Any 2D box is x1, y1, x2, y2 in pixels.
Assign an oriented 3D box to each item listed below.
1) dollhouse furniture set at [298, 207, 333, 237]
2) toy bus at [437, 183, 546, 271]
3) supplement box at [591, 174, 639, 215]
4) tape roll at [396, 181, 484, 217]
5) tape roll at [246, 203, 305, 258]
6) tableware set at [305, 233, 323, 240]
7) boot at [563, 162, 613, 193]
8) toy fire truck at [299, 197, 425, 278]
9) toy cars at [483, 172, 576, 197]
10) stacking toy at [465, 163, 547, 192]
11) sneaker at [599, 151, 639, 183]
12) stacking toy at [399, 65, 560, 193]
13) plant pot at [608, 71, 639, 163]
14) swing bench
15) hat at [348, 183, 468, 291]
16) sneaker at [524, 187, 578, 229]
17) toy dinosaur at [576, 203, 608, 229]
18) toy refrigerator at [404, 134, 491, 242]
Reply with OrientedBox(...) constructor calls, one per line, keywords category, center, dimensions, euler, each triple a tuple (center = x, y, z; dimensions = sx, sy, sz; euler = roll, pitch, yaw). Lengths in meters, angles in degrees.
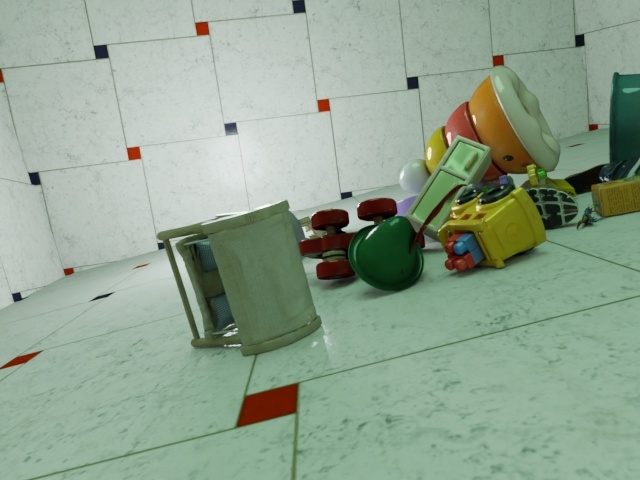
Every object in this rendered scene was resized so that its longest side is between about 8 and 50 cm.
OrientedBox(category="dollhouse furniture set", center=(-0.030, -0.035, 1.921), dimensions=(0.181, 0.101, 0.161), euler=(-22, -13, -34))
OrientedBox(category="toy bus", center=(0.343, -0.010, 1.025), dimensions=(0.211, 0.150, 0.220), euler=(-34, 13, -15))
OrientedBox(category="supplement box", center=(0.790, -0.121, 1.100), dimensions=(0.233, 0.080, 0.078), euler=(-14, 7, 18))
OrientedBox(category="tape roll", center=(0.374, -0.104, 1.430), dimensions=(0.274, 0.090, 0.275), euler=(-12, -3, -1))
OrientedBox(category="tape roll", center=(-0.153, 0.002, 1.401), dimensions=(0.219, 0.219, 0.072), euler=(-8, 10, 35))
OrientedBox(category="tableware set", center=(0.000, 0.000, 1.612), dimensions=(0.141, 0.020, 0.168), euler=(14, -5, -24))
OrientedBox(category="boot", center=(0.872, -0.204, 1.443), dimensions=(0.219, 0.082, 0.106), euler=(-11, 13, 30))
OrientedBox(category="toy fire truck", center=(0.112, 0.013, 1.214), dimensions=(0.302, 0.170, 0.254), euler=(-11, -14, 19))
OrientedBox(category="toy cars", center=(0.602, -0.175, 1.481), dimensions=(0.176, 0.087, 0.393), euler=(-35, 30, -32))
OrientedBox(category="stacking toy", center=(0.492, -0.142, 1.196), dimensions=(0.166, 0.052, 0.221), euler=(-17, -5, 33))
OrientedBox(category="sneaker", center=(0.889, -0.227, 1.282), dimensions=(0.226, 0.086, 0.163), euler=(-53, 3, 6))
OrientedBox(category="stacking toy", center=(0.463, -0.282, 1.470), dimensions=(0.479, 0.351, 0.350), euler=(-30, -1, 36))
OrientedBox(category="plant pot", center=(1.112, -0.378, 1.438), dimensions=(0.334, 0.341, 0.341), euler=(3, 19, 37))
OrientedBox(category="swing bench", center=(-0.160, 0.074, 0.900), dimensions=(0.254, 0.253, 0.165), euler=(-6, 13, 46))
OrientedBox(category="hat", center=(0.167, -0.025, 0.957), dimensions=(0.172, 0.184, 0.209), euler=(25, 52, 6))
OrientedBox(category="sneaker", center=(0.535, -0.084, 1.213), dimensions=(0.279, 0.107, 0.118), euler=(-4, 9, 46))
OrientedBox(category="toy dinosaur", center=(0.635, -0.059, 1.099), dimensions=(0.090, 0.047, 0.082), euler=(-24, -10, 8))
OrientedBox(category="toy refrigerator", center=(0.346, -0.141, 1.238), dimensions=(0.102, 0.270, 0.094), euler=(31, -6, 28))
